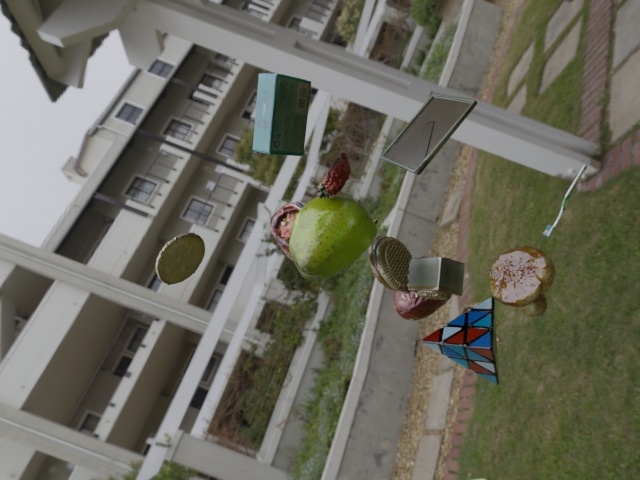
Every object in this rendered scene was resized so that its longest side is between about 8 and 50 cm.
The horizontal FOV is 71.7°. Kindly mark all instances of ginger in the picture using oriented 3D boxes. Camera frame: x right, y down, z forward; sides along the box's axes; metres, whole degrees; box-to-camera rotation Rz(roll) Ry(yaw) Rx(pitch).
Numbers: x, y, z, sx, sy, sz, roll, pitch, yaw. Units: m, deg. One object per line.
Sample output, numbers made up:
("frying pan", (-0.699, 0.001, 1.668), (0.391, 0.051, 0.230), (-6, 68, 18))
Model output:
("ginger", (0.803, 0.402, 2.146), (0.065, 0.258, 0.149), (-31, -12, -31))

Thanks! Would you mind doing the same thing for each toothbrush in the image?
("toothbrush", (0.939, -0.151, 1.691), (0.303, 0.030, 0.030), (-63, 1, 9))

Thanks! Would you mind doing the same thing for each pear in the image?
("pear", (0.000, 0.000, 1.667), (0.343, 0.238, 0.318), (-11, 36, 37))

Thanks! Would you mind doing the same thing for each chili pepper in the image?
("chili pepper", (-0.111, -0.021, 2.268), (0.229, 0.251, 0.305), (-44, -28, -7))

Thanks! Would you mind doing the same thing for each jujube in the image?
("jujube", (0.522, 0.273, 2.253), (0.318, 0.223, 0.223), (-35, 14, 22))

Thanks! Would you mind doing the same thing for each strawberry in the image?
("strawberry", (0.056, -0.229, 1.625), (0.140, 0.085, 0.192), (-53, 4, 37))

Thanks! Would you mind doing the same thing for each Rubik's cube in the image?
("Rubik's cube", (0.432, 0.329, 1.399), (0.250, 0.234, 0.284), (5, -97, -67))

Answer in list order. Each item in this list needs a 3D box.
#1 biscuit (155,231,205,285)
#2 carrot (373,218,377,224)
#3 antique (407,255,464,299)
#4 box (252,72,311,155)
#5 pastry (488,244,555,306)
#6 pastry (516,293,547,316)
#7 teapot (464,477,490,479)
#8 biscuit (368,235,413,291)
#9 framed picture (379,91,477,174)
("biscuit", (-0.354, 0.047, 1.130), (0.152, 0.020, 0.152), (-38, -34, -32))
("carrot", (0.226, -0.043, 2.054), (0.165, 0.036, 0.035), (-56, 9, 41))
("antique", (0.420, 0.140, 1.619), (0.152, 0.147, 0.147), (-8, 72, 53))
("box", (-0.125, -0.403, 1.432), (0.153, 0.092, 0.244), (-6, -70, -46))
("pastry", (0.658, 0.116, 1.466), (0.218, 0.100, 0.229), (-50, 31, 22))
("pastry", (0.940, 0.261, 2.026), (0.093, 0.182, 0.192), (-57, -5, 36))
("teapot", (0.474, 0.940, 1.359), (0.240, 0.321, 0.239), (-18, -14, -41))
("biscuit", (0.305, 0.096, 1.852), (0.079, 0.259, 0.259), (-29, 29, 41))
("framed picture", (0.301, -0.313, 1.265), (0.260, 0.023, 0.189), (-51, 35, 1))
